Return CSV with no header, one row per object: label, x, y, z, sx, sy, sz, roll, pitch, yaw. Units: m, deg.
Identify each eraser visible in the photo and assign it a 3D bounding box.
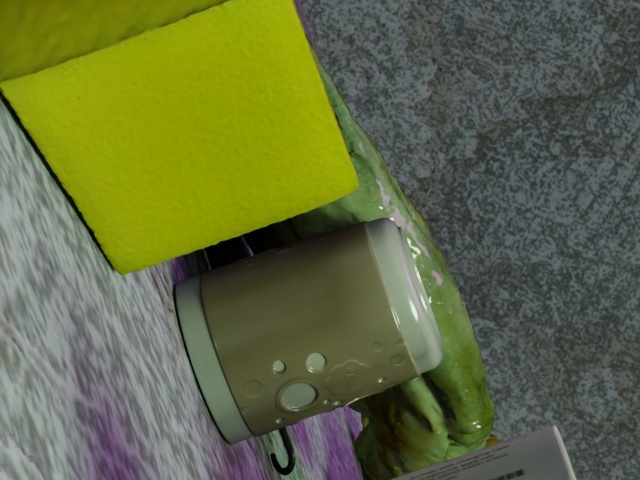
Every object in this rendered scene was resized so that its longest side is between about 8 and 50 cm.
eraser,-0.047,-0.049,0.653,0.122,0.097,0.045,65,5,-55

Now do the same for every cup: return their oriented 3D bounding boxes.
cup,0.002,0.047,0.823,0.074,0.099,0.102,-103,172,-53

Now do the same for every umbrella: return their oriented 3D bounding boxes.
umbrella,-0.037,0.041,0.917,0.022,0.022,0.148,-32,-107,51

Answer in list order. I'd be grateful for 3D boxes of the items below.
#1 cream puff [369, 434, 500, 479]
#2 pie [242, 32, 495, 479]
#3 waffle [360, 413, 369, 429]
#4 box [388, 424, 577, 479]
cream puff,0.078,0.168,1.112,0.116,0.146,0.146,53,7,-8
pie,-0.002,-0.006,0.986,0.302,0.067,0.302,59,-9,16
waffle,0.074,0.210,1.381,0.192,0.046,0.160,64,8,-64
box,0.024,0.134,0.510,0.051,0.130,0.129,-89,160,-73
